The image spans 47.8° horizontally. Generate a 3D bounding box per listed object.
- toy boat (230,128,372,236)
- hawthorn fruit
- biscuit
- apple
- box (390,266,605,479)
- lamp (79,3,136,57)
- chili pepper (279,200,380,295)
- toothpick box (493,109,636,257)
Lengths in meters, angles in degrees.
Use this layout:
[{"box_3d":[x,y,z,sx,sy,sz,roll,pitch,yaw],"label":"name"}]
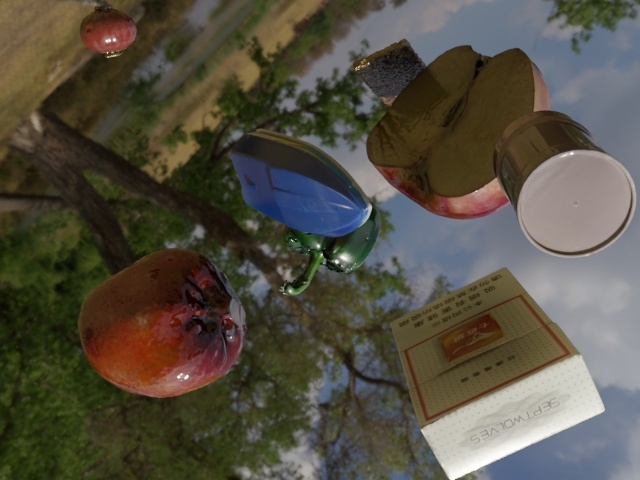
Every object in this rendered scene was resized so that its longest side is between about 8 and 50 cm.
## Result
[{"box_3d":[-0.018,-0.070,0.959,0.088,0.129,0.295,-25,-155,-22],"label":"toy boat"},{"box_3d":[-0.296,0.156,1.337,0.312,0.294,0.295,-8,-163,0],"label":"hawthorn fruit"},{"box_3d":[0.170,-0.362,1.596,0.131,0.026,0.237,-19,161,21],"label":"biscuit"},{"box_3d":[0.288,-0.227,1.465,0.364,0.329,0.295,-59,176,-10],"label":"apple"},{"box_3d":[0.226,0.166,1.007,0.210,0.095,0.330,-27,-164,7],"label":"box"},{"box_3d":[-0.383,-0.378,1.302,0.101,0.090,0.101,-6,-157,3],"label":"lamp"},{"box_3d":[0.000,0.000,1.472,0.261,0.174,0.165,-57,-161,-3],"label":"chili pepper"},{"box_3d":[0.217,-0.057,0.663,0.098,0.098,0.149,-43,-168,19],"label":"toothpick box"}]
